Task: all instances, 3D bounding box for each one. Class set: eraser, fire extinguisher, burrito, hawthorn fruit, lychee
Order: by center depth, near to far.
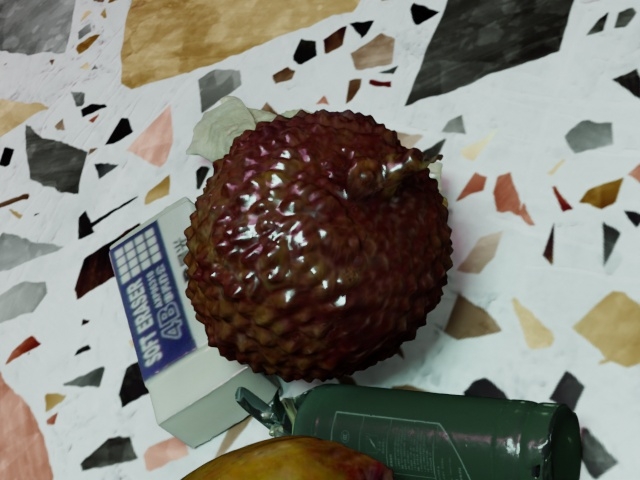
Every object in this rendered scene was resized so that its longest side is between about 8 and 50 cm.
[{"bbox_3d":[-0.022,0.264,0.797,0.248,0.208,0.208,-36,47,2],"label":"hawthorn fruit"},{"bbox_3d":[0.070,0.179,0.865,0.311,0.114,0.095,-1,46,31],"label":"fire extinguisher"},{"bbox_3d":[0.000,0.000,0.909,0.300,0.264,0.264,-45,39,37],"label":"lychee"},{"bbox_3d":[-0.150,0.085,1.078,0.124,0.081,0.279,-32,48,6],"label":"eraser"},{"bbox_3d":[-0.004,-0.098,1.128,0.392,0.076,0.117,22,74,37],"label":"burrito"}]
